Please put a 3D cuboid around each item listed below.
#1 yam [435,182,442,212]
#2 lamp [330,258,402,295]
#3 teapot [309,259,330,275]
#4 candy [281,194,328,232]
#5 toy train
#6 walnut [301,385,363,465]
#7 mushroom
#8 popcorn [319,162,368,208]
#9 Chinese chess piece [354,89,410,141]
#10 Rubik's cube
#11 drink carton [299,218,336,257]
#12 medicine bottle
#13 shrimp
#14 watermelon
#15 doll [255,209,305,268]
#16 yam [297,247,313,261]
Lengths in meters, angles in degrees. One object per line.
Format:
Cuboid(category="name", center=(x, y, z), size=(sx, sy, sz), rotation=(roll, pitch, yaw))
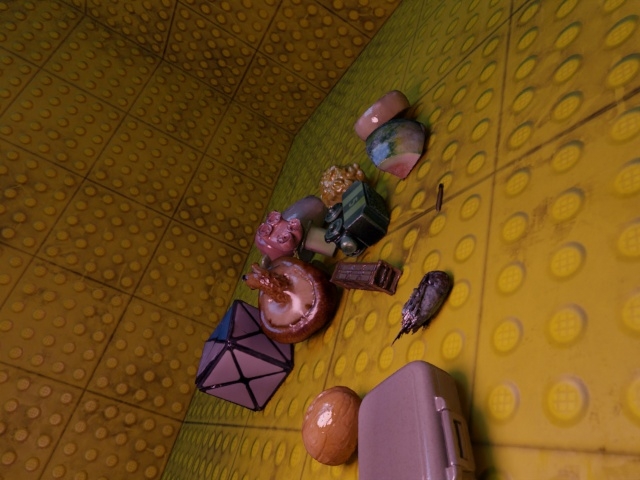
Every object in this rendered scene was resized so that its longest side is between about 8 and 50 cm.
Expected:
Cuboid(category="yam", center=(0.357, -0.131, 1.349), size=(0.014, 0.014, 0.107), rotation=(-38, 31, 54))
Cuboid(category="lamp", center=(0.141, 0.118, 1.482), size=(0.089, 0.090, 0.325), rotation=(-66, 18, -12))
Cuboid(category="teapot", center=(-0.080, 0.190, 1.896), size=(0.251, 0.183, 0.183), rotation=(-42, 26, 27))
Cuboid(category="candy", center=(-0.086, -0.100, 2.231), size=(0.295, 0.185, 0.295), rotation=(-37, 4, 3))
Cuboid(category="toy train", center=(0.137, -0.077, 1.683), size=(0.238, 0.167, 0.299), rotation=(-42, 27, 26))
Cuboid(category="walnut", center=(0.035, 0.475, 1.160), size=(0.197, 0.165, 0.165), rotation=(-58, 18, 7))
Cuboid(category="mushroom", center=(-0.121, 0.217, 1.671), size=(0.345, 0.259, 0.345), rotation=(-10, 71, 31))
Cuboid(category="popcorn", center=(0.108, -0.227, 1.921), size=(0.235, 0.217, 0.181), rotation=(-50, 47, 18))
Cuboid(category="Chinese chess piece", center=(0.258, -0.513, 1.872), size=(0.250, 0.103, 0.250), rotation=(-38, -1, -1))
Cuboid(category="Rubik's cube", center=(-0.316, 0.478, 1.893), size=(0.307, 0.310, 0.305), rotation=(-54, 20, 21))
Cuboid(category="drink carton", center=(0.000, 0.000, 1.914), size=(0.144, 0.142, 0.146), rotation=(-62, -8, -81))
Cuboid(category="medicine bottle", center=(0.176, 0.437, 0.868), size=(0.282, 0.123, 0.375), rotation=(-52, 20, 36))
Cuboid(category="shrimp", center=(0.241, 0.169, 1.115), size=(0.233, 0.090, 0.079), rotation=(-52, 36, -9))
Cuboid(category="watermelon", center=(0.287, -0.368, 1.704), size=(0.224, 0.180, 0.305), rotation=(-8, 36, 13))
Cuboid(category="doll", center=(-0.155, 0.017, 1.876), size=(0.216, 0.268, 0.284), rotation=(22, 65, 30))
Cuboid(category="yam", center=(-0.077, 0.049, 2.222), size=(0.084, 0.084, 0.127), rotation=(-59, 14, 14))
